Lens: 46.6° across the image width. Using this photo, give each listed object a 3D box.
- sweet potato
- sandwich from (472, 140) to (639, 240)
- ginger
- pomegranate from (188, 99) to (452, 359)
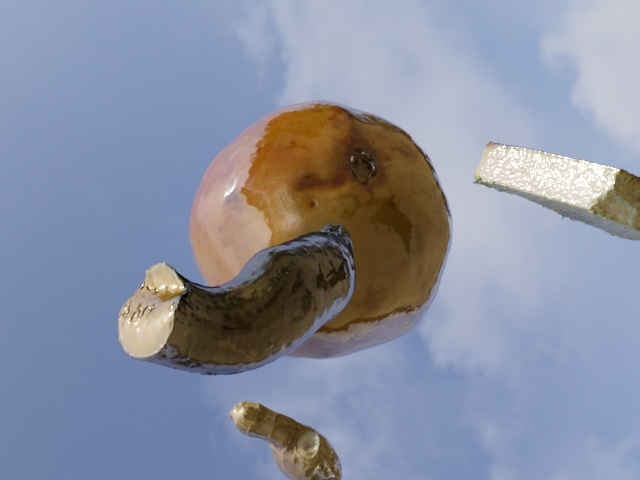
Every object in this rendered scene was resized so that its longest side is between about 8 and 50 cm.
[{"bbox_3d":[-0.038,0.032,0.601,0.112,0.085,0.286,33,-147,17],"label":"sweet potato"},{"bbox_3d":[0.270,-0.054,0.777,0.193,0.162,0.058,21,-88,1],"label":"sandwich"},{"bbox_3d":[-0.042,0.259,0.947,0.165,0.096,0.067,34,-115,5],"label":"ginger"},{"bbox_3d":[0.000,0.000,1.100,0.410,0.410,0.410,17,-117,-37],"label":"pomegranate"}]
